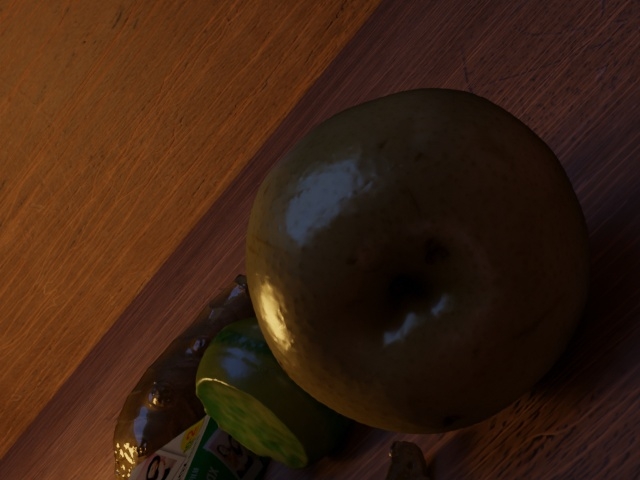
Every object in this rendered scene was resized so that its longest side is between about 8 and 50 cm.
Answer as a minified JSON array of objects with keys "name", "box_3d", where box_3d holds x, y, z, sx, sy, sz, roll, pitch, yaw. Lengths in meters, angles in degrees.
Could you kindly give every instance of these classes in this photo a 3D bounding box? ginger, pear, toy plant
[{"name":"ginger","box_3d":[-0.192,0.236,1.845,0.375,0.166,0.236,-40,-31,-29]},{"name":"pear","box_3d":[0.088,0.015,1.015,0.309,0.309,0.309,-50,15,18]},{"name":"ginger","box_3d":[0.064,0.243,1.055,0.137,0.044,0.057,-60,-3,-30]},{"name":"toy plant","box_3d":[0.011,0.096,1.344,0.316,0.184,0.224,-50,-8,-29]}]

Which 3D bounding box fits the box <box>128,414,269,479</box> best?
[{"name":"box","box_3d":[-0.179,0.339,1.494,0.250,0.103,0.180,-43,18,39]}]
